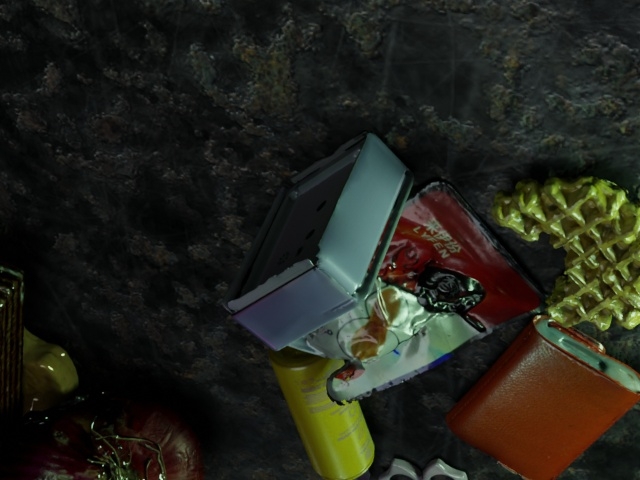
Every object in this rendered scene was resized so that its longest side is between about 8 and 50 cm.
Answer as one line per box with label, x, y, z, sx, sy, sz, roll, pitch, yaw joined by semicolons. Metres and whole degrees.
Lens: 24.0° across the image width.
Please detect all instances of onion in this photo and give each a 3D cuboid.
onion;-0.277;0.296;1.813;0.281;0.281;0.221;-7;88;30

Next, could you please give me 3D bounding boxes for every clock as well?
clock;-0.001;0.000;1.454;0.073;0.193;0.145;42;134;-18

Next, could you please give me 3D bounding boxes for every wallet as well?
wallet;0.239;0.174;1.615;0.142;0.045;0.204;31;136;-3

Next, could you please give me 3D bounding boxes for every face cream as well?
face cream;0.014;0.215;1.734;0.078;0.078;0.273;0;131;24

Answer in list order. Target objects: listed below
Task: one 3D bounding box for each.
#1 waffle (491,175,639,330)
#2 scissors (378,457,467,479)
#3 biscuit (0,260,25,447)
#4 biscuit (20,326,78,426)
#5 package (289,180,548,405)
waffle;0.251;0.011;1.453;0.149;0.051;0.194;1;136;24
scissors;0.146;0.340;1.832;0.110;0.021;0.212;-6;128;25
biscuit;-0.418;0.163;1.809;0.107;0.073;0.388;21;135;7
biscuit;-0.459;0.146;1.900;0.312;0.057;0.351;40;134;-16
package;0.078;0.067;1.563;0.269;0.071;0.194;-38;122;19
